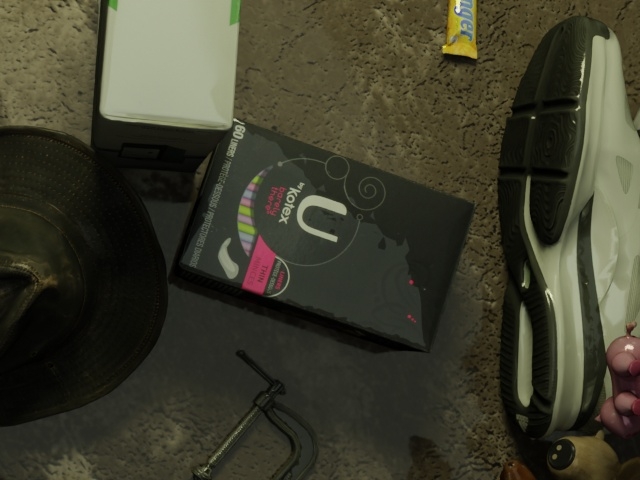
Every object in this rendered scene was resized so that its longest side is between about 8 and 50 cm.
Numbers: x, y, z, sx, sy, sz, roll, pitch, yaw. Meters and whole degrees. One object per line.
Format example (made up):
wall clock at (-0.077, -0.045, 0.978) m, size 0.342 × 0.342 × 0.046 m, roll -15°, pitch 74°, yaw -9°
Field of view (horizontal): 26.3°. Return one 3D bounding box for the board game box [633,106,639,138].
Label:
board game box at (0.525, -0.135, 1.557) m, size 0.305 × 0.053 × 0.193 m, roll 28°, pitch 83°, yaw -6°

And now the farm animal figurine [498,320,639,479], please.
farm animal figurine at (0.324, 0.226, 1.352) m, size 0.330 × 0.172 × 0.327 m, roll -46°, pitch 110°, yaw -10°

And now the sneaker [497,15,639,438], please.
sneaker at (0.339, -0.011, 1.486) m, size 0.257 × 0.169 × 0.447 m, roll 2°, pitch 93°, yaw -17°

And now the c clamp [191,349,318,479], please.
c clamp at (-0.077, 0.220, 1.453) m, size 0.137 × 0.022 × 0.161 m, roll 37°, pitch 79°, yaw -9°

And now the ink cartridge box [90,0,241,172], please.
ink cartridge box at (-0.156, -0.191, 1.340) m, size 0.121 × 0.289 × 0.211 m, roll 4°, pitch 85°, yaw -11°

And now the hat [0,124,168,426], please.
hat at (-0.322, 0.047, 1.322) m, size 0.331 × 0.134 × 0.331 m, roll 2°, pitch 100°, yaw 9°

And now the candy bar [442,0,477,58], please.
candy bar at (0.160, -0.284, 1.533) m, size 0.040 × 0.018 × 0.161 m, roll 5°, pitch 85°, yaw -9°

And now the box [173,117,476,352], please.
box at (0.000, 0.000, 1.420) m, size 0.270 × 0.143 × 0.165 m, roll 18°, pitch 83°, yaw -7°
